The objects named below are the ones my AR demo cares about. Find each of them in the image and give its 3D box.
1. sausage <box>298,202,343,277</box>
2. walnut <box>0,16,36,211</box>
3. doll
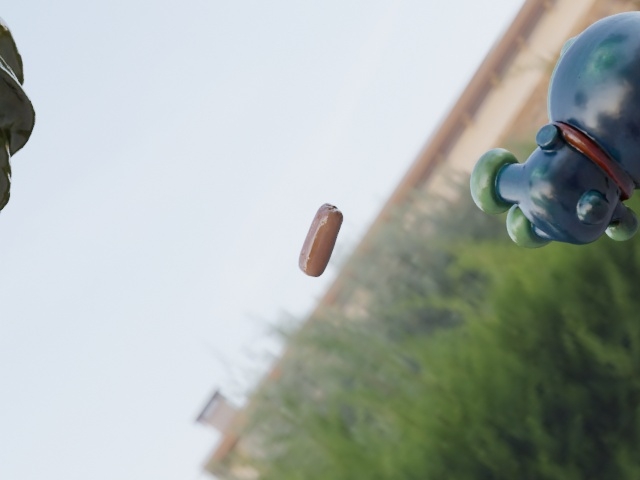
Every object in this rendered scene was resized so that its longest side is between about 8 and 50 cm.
[{"bbox_3d":[0.000,0.000,1.711,0.034,0.034,0.083,-28,-39,-62],"label":"sausage"},{"bbox_3d":[-0.429,-0.133,1.610,0.253,0.282,0.277,-40,-38,14],"label":"walnut"},{"bbox_3d":[0.331,-0.123,1.789,0.198,0.186,0.322,36,-95,-33],"label":"doll"}]
